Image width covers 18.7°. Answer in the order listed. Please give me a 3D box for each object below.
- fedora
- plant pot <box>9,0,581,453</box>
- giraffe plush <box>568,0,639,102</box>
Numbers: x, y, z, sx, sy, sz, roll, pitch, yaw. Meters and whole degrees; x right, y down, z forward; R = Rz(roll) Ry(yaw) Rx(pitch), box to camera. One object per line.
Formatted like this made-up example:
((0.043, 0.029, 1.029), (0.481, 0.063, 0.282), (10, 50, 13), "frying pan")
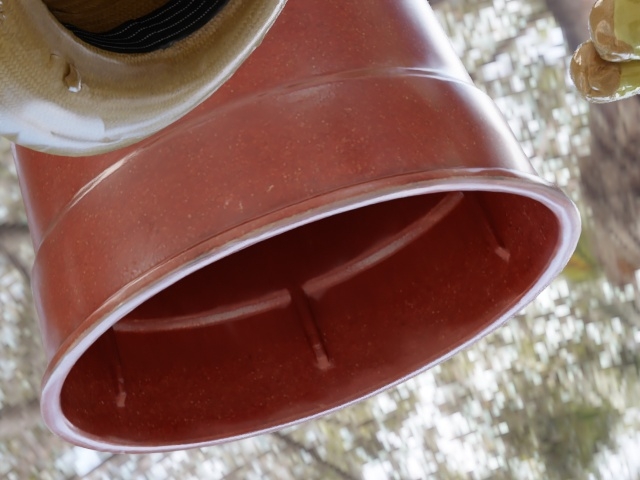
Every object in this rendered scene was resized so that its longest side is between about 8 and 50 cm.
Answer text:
((-0.069, -0.123, 0.543), (0.079, 0.194, 0.194), (21, -116, 33), "fedora")
((-0.045, -0.071, 0.973), (0.272, 0.272, 0.265), (-21, -112, 1), "plant pot")
((0.327, -0.143, 1.518), (0.210, 0.181, 0.170), (-23, -120, -31), "giraffe plush")
